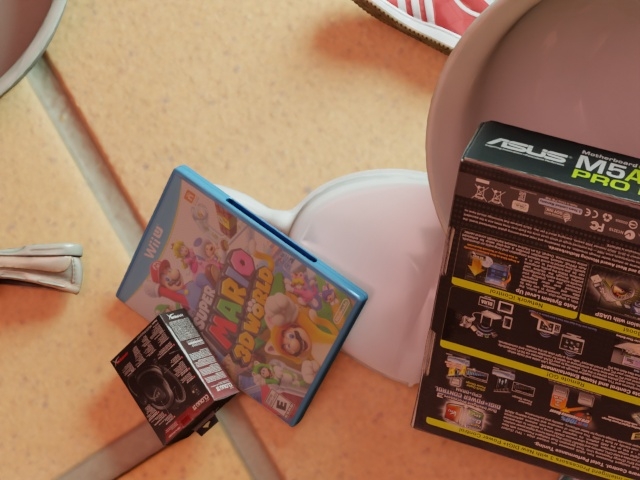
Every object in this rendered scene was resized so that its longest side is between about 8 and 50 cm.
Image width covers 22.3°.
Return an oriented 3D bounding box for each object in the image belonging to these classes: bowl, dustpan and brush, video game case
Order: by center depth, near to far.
[{"bbox_3d":[0.226,-0.069,1.059,0.298,0.134,0.298,10,122,16],"label":"bowl"},{"bbox_3d":[-0.059,0.039,1.152,0.166,0.015,0.119,35,118,15],"label":"video game case"},{"bbox_3d":[0.000,0.000,1.163,0.211,0.060,0.147,20,97,7],"label":"dustpan and brush"}]

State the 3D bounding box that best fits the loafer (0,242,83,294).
[{"bbox_3d":[-0.237,0.025,1.203,0.125,0.045,0.039,-5,86,7],"label":"loafer"}]

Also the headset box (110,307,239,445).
[{"bbox_3d":[-0.102,0.100,1.158,0.062,0.032,0.083,-44,74,30],"label":"headset box"}]

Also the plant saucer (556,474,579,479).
[{"bbox_3d":[0.213,0.156,1.111,0.067,0.018,0.192,41,88,14],"label":"plant saucer"}]

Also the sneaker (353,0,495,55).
[{"bbox_3d":[0.076,-0.182,1.182,0.118,0.042,0.067,29,90,6],"label":"sneaker"}]

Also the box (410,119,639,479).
[{"bbox_3d":[0.205,0.060,1.027,0.270,0.060,0.216,15,124,13],"label":"box"}]

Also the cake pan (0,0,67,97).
[{"bbox_3d":[-0.320,-0.213,1.253,0.293,0.054,0.293,-2,80,10],"label":"cake pan"}]
